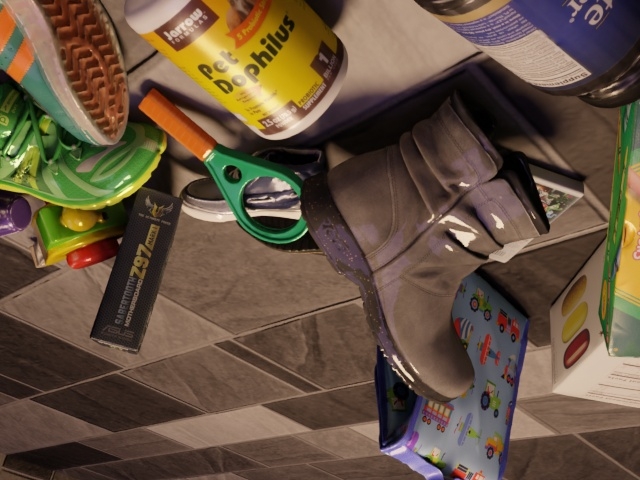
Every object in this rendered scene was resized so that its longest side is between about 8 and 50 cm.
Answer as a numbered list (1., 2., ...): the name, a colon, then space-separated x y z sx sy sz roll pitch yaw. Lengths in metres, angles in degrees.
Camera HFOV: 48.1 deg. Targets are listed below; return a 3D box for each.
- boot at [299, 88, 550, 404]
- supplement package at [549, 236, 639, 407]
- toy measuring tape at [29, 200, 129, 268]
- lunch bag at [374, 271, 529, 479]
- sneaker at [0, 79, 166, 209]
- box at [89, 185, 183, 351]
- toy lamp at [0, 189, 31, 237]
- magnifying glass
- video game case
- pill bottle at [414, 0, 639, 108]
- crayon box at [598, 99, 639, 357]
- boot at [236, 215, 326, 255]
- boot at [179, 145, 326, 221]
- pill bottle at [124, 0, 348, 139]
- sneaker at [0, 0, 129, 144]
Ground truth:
1. boot: 0.149 0.026 0.776 0.222 0.118 0.338 -25 117 21
2. supplement package: 0.400 0.102 0.916 0.133 0.139 0.244 10 147 0
3. toy measuring tape: -0.335 -0.013 0.995 0.121 0.122 0.330 23 162 -19
4. lunch bag: 0.181 0.203 0.990 0.138 0.293 0.221 -19 137 38
5. sneaker: -0.322 -0.110 0.812 0.295 0.110 0.124 4 151 10
6. box: -0.231 0.048 0.907 0.059 0.184 0.232 18 167 -11
7. toy lamp: -0.538 -0.040 1.015 0.274 0.080 0.080 3 147 15
8. magnifying glass: -0.104 -0.084 0.805 0.231 0.026 0.092 39 123 -11
9. video game case: 0.182 -0.046 0.857 0.190 0.022 0.173 18 147 -10
10. pill bottle: 0.173 -0.182 0.534 0.219 0.123 0.122 19 149 -38
11. crayon box: 0.364 -0.021 0.675 0.165 0.081 0.279 1 117 13
12. boot: 0.000 0.000 0.942 0.197 0.077 0.137 15 169 19
13. boot: -0.082 -0.074 0.854 0.189 0.069 0.086 -1 138 5
14. pill bottle: -0.082 -0.190 0.612 0.117 0.117 0.215 -19 138 37
15. sneaker: -0.286 -0.210 0.659 0.120 0.108 0.302 -3 138 20
